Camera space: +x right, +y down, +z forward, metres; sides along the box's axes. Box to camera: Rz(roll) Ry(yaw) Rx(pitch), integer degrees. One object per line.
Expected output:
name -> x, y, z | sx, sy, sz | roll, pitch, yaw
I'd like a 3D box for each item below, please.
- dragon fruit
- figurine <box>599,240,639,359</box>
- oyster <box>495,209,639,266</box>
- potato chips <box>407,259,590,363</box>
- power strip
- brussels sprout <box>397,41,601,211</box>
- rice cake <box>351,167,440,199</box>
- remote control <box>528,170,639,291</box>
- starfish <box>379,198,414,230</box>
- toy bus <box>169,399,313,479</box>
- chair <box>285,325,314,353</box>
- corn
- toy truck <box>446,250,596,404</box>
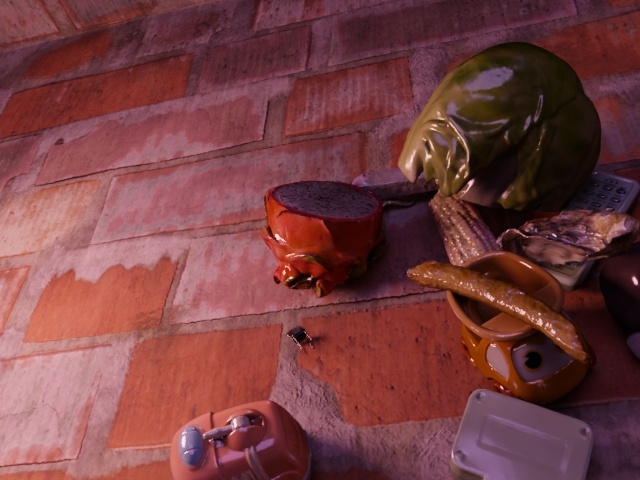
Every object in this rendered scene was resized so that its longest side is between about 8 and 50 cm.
dragon fruit -> 0.000, 0.000, 1.767 | 0.305, 0.226, 0.305 | 4, 22, -2
figurine -> 0.712, 0.064, 1.491 | 0.365, 0.206, 0.218 | -27, 62, -40
oyster -> 0.482, -0.007, 1.454 | 0.271, 0.275, 0.100 | -5, 83, 19
potato chips -> 0.330, 0.113, 1.340 | 0.080, 0.057, 0.407 | -46, 41, -16
power strip -> 0.338, 0.404, 1.286 | 0.229, 0.141, 0.261 | 17, 57, 19
brussels sprout -> 0.414, -0.258, 1.651 | 0.425, 0.361, 0.342 | 8, 16, -25
rice cake -> 0.272, -0.167, 1.891 | 0.398, 0.064, 0.070 | -11, 37, 1
remote control -> 0.596, -0.024, 1.661 | 0.128, 0.066, 0.335 | 24, 60, 34
starfish -> 0.133, -0.097, 1.931 | 0.223, 0.050, 0.217 | -3, 40, 12
toy bus -> -0.164, 0.424, 1.418 | 0.287, 0.232, 0.194 | -19, 47, 1
chair -> -0.050, 0.219, 1.696 | 0.037, 0.042, 0.086 | -32, 45, -16
corn -> 0.342, -0.011, 1.712 | 0.126, 0.127, 0.335 | -18, 42, 5
toy truck -> 0.387, 0.177, 1.450 | 0.204, 0.212, 0.288 | -30, 41, -6
